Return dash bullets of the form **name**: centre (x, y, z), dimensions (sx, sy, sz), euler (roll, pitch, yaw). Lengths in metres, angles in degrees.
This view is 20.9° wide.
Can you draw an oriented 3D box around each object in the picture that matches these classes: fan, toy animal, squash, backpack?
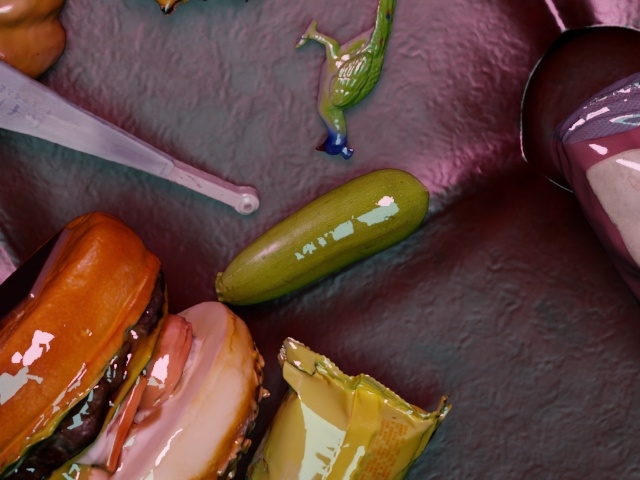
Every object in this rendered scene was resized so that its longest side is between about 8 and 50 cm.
- **fan**: centre (-0.173, -0.076, 1.416), dimensions (0.282, 0.023, 0.057), euler (25, 102, -25)
- **toy animal**: centre (0.024, -0.179, 1.436), dimensions (0.075, 0.041, 0.217), euler (18, 96, -6)
- **squash**: centre (0.000, 0.000, 1.460), dimensions (0.201, 0.066, 0.066), euler (-28, 101, 11)
- **backpack**: centre (0.374, -0.038, 1.394), dimensions (0.317, 0.197, 0.283), euler (-27, 99, -1)

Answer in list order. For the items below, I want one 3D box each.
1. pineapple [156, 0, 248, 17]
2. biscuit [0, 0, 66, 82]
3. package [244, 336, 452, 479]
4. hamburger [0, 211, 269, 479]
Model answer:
- **pineapple**: centre (-0.109, -0.287, 1.392), dimensions (0.224, 0.076, 0.225), euler (0, 98, -2)
- **biscuit**: centre (-0.364, -0.201, 1.394), dimensions (0.325, 0.107, 0.326), euler (-1, 103, -4)
- **package**: centre (0.004, 0.204, 1.485), dimensions (0.168, 0.090, 0.226), euler (23, 102, -9)
- **hamburger**: centre (-0.186, 0.135, 1.375), dimensions (0.291, 0.291, 0.225), euler (-44, 107, 7)
